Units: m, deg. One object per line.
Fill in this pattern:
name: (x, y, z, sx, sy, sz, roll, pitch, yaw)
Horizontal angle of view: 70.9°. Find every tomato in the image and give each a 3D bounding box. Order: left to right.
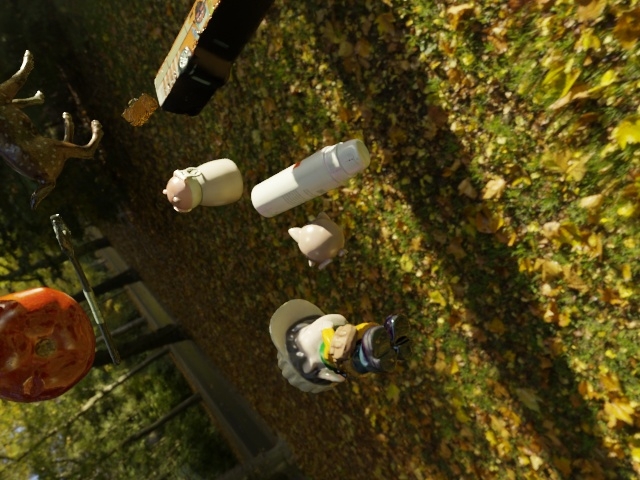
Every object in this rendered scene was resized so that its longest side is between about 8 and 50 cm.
tomato: (-0.740, 0.264, 1.158, 0.226, 0.298, 0.299, -13, 107, 43)

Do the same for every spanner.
spanner: (-0.449, 0.100, 0.865, 0.087, 0.024, 0.316, 0, 110, 63)

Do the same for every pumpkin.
pumpkin: (-0.415, -0.303, 1.035, 0.054, 0.074, 0.083, 44, -177, -14)

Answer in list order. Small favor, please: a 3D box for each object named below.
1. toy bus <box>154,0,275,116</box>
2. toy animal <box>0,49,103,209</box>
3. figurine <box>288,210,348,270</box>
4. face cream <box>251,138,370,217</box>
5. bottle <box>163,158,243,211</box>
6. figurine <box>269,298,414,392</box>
toy bus: (-0.163, -0.378, 0.767, 0.409, 0.093, 0.092, -40, 61, 35)
toy animal: (-0.452, -0.161, 0.602, 0.243, 0.260, 0.087, 39, 130, -14)
figurine: (0.000, 0.000, 1.177, 0.138, 0.125, 0.125, 51, 153, 13)
face cream: (-0.026, -0.156, 1.128, 0.345, 0.102, 0.102, -21, 99, 36)
bottle: (-0.382, -0.171, 1.447, 0.147, 0.236, 0.148, 25, 125, 41)
figurine: (0.040, 0.240, 0.950, 0.332, 0.185, 0.205, 4, 106, 48)
